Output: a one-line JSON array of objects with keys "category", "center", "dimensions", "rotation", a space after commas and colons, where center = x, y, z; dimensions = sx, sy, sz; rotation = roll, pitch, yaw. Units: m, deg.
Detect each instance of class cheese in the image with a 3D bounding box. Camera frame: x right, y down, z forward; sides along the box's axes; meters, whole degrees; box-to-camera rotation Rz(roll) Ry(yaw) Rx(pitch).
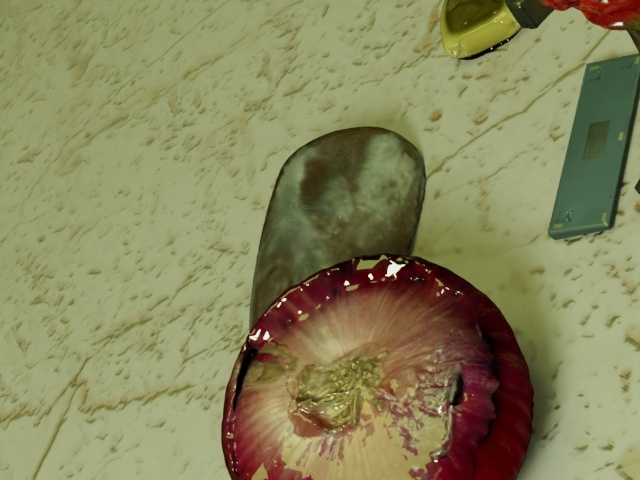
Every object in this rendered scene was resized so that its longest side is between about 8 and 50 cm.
[{"category": "cheese", "center": [0.151, -0.244, 1.470], "dimensions": [0.086, 0.036, 0.162], "rotation": [-26, 41, 27]}]

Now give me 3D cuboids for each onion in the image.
[{"category": "onion", "center": [0.046, 0.129, 1.129], "dimensions": [0.248, 0.161, 0.248], "rotation": [-22, 54, 33]}]

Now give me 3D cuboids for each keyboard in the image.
[{"category": "keyboard", "center": [0.226, -0.078, 1.253], "dimensions": [0.055, 0.014, 0.176], "rotation": [-12, 49, 40]}]

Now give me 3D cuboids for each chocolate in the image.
[{"category": "chocolate", "center": [0.000, -0.001, 1.366], "dimensions": [0.157, 0.080, 0.254], "rotation": [-19, 45, 35]}]

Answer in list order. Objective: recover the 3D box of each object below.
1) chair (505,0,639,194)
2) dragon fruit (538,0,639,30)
[{"category": "chair", "center": [0.365, -0.219, 1.059], "dimensions": [0.416, 0.240, 0.203], "rotation": [-48, 35, -5]}, {"category": "dragon fruit", "center": [0.196, -0.237, 0.883], "dimensions": [0.274, 0.192, 0.193], "rotation": [-48, 28, -23]}]
